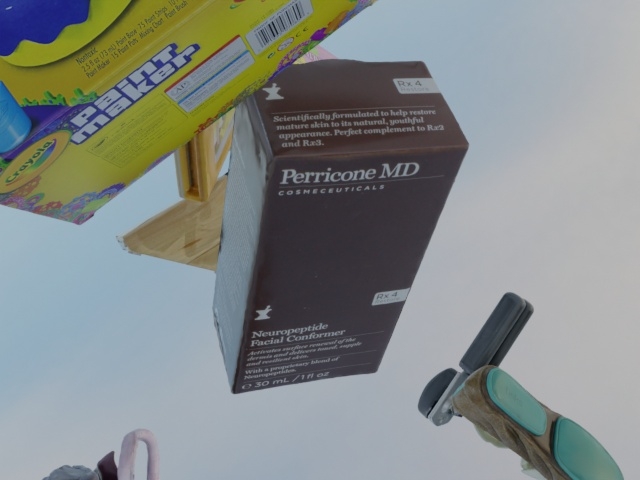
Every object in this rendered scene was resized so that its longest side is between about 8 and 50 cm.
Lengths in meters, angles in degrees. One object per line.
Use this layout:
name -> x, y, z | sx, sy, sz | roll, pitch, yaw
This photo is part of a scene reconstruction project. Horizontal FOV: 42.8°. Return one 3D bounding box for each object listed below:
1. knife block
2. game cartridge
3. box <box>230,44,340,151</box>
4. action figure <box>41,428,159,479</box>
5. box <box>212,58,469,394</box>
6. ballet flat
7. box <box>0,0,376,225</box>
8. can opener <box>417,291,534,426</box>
knife block -> -0.193, -0.067, 1.429 | 0.088, 0.276, 0.242 | 1, -103, 67
game cartridge -> -0.134, -0.261, 1.144 | 0.053, 0.285, 0.323 | 14, -128, 7
box -> -0.094, -0.270, 1.536 | 0.243, 0.214, 0.117 | -28, -115, 27
action figure -> -0.236, 0.447, 1.023 | 0.276, 0.370, 0.248 | -31, 174, 4
box -> 0.000, 0.000, 0.873 | 0.191, 0.381, 0.143 | -6, -131, -17
ballet flat -> 0.351, 0.334, 1.359 | 0.124, 0.342, 0.116 | -36, -156, 46
box -> -0.156, -0.212, 0.538 | 0.290, 0.279, 0.177 | -37, 173, 2
can opener -> 0.271, 0.211, 1.485 | 0.095, 0.076, 0.283 | 36, -84, 42
